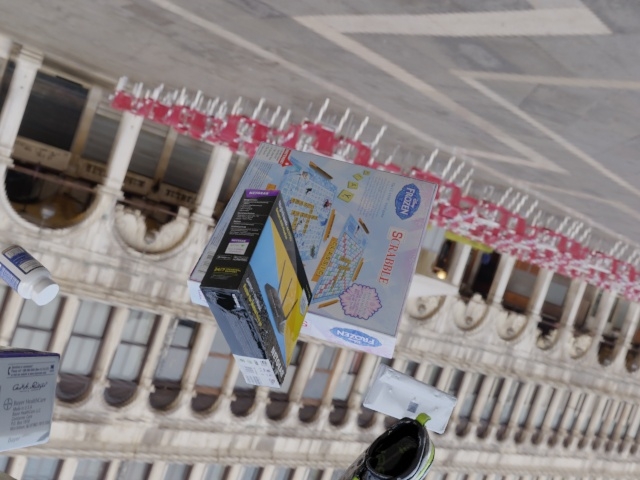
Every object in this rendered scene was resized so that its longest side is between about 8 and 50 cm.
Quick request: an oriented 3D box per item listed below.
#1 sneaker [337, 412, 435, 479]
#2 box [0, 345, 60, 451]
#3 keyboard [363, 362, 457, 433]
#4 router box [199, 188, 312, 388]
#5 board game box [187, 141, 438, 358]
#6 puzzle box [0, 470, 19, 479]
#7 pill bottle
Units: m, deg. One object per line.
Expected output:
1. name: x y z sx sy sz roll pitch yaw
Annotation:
1. sneaker: 0.049 0.294 0.790 0.084 0.235 0.097 30 151 31
2. box: -0.285 0.109 0.474 0.137 0.072 0.126 3 172 17
3. keyboard: 0.159 0.273 1.128 0.014 0.072 0.256 24 175 46
4. router box: -0.061 0.054 0.706 0.046 0.133 0.179 5 140 17
5. board game box: 0.000 0.000 1.062 0.318 0.318 0.066 15 142 9
6. puzzle box: -0.079 0.208 0.200 0.409 0.052 0.272 43 -175 -25
7. pill bottle: -0.543 0.065 1.226 0.120 0.067 0.067 37 -173 15
